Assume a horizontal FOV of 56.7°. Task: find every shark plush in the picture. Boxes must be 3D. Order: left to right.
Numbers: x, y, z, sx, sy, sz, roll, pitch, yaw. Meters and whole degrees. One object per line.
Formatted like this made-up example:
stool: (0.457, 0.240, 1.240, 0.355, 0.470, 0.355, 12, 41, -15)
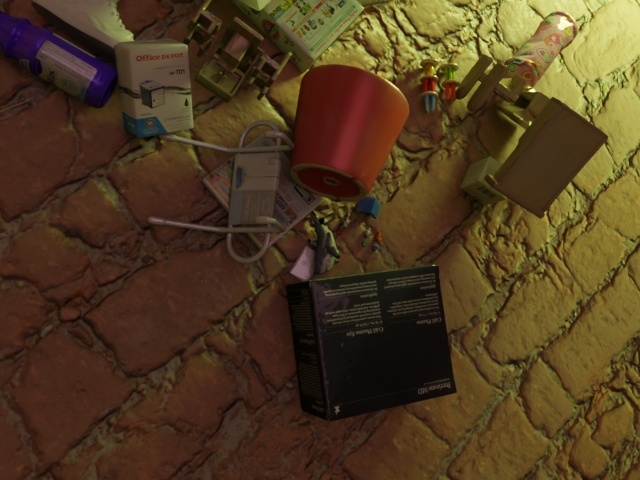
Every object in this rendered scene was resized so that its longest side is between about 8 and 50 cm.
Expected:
shark plush: (0.000, 0.000, 1.481, 0.067, 0.073, 0.161, -16, 91, -4)

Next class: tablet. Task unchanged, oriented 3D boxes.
tablet: (-0.036, 0.061, 1.486, 0.054, 0.006, 0.083, 36, 70, -13)

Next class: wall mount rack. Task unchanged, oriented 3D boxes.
wall mount rack: (-0.218, -0.131, 1.353, 0.304, 0.130, 0.350, 0, 77, 19)

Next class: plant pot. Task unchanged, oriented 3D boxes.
plant pot: (0.052, -0.242, 1.421, 0.275, 0.275, 0.243, 22, 73, -17)

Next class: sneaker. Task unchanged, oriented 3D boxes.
sneaker: (-0.473, -0.508, 1.343, 0.292, 0.108, 0.169, 34, 74, -13)

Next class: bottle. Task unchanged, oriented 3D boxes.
bottle: (-0.584, -0.395, 1.275, 0.283, 0.118, 0.092, 29, 73, -16)

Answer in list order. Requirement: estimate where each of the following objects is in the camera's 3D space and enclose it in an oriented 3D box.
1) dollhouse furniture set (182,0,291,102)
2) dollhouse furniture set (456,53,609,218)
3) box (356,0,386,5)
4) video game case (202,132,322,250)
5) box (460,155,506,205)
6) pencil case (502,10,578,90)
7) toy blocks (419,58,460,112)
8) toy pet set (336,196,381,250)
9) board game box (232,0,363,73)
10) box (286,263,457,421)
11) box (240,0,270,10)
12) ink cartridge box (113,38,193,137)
dollhouse furniture set: (-0.188, -0.450, 1.374, 0.212, 0.242, 0.161, 34, 71, -14)
dollhouse furniture set: (0.555, -0.274, 1.623, 0.362, 0.394, 0.256, 29, 111, -16)
box: (0.131, -0.754, 1.614, 0.182, 0.119, 0.181, -19, 90, -23)
video game case: (-0.139, -0.120, 1.453, 0.206, 0.026, 0.227, -42, 94, -22)
box: (0.470, -0.166, 1.670, 0.101, 0.102, 0.087, 31, 74, -14)
pencil case: (0.662, -0.575, 1.800, 0.124, 0.124, 0.284, 47, 70, -9)
toy blocks: (0.339, -0.430, 1.683, 0.123, 0.054, 0.148, 6, 80, -20)
toy pet set: (0.121, -0.049, 1.533, 0.122, 0.065, 0.114, 23, 74, -18)
board game box: (-0.073, -0.622, 1.526, 0.303, 0.097, 0.224, 44, 70, -9)
box: (0.118, 0.235, 1.427, 0.343, 0.179, 0.312, -5, 84, -22)
box: (-0.204, -0.714, 1.357, 0.345, 0.168, 0.215, 37, 70, 23)
ink cartridge box: (-0.366, -0.339, 1.315, 0.140, 0.082, 0.190, -19, 126, -34)
